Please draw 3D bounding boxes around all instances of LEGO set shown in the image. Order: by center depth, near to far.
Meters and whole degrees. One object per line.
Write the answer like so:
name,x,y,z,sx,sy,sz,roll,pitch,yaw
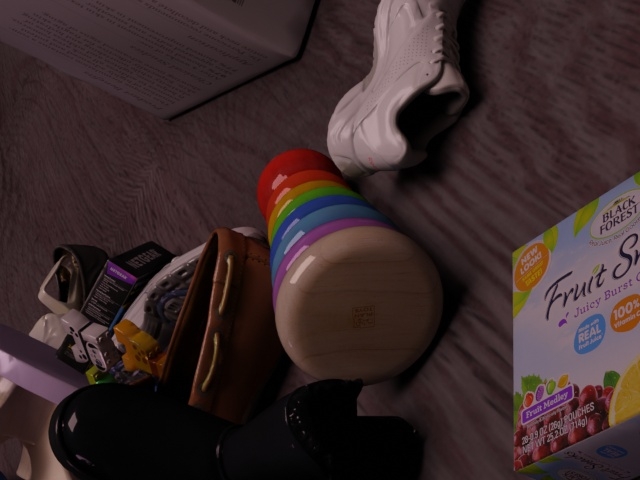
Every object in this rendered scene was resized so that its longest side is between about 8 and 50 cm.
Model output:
LEGO set,-0.180,0.160,1.412,0.093,0.227,0.087,15,42,38

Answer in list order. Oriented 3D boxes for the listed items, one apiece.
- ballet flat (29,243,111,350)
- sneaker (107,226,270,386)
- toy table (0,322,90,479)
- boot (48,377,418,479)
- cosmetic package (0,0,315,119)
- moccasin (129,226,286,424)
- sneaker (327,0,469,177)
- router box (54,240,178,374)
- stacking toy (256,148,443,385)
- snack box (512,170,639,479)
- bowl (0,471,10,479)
ballet flat,-0.334,0.110,1.780,0.095,0.096,0.280,-47,31,30
sneaker,-0.152,0.061,1.480,0.297,0.111,0.129,-39,27,38
toy table,-0.359,0.210,1.601,0.274,0.252,0.161,24,90,35
boot,-0.069,0.154,1.082,0.207,0.246,0.094,-35,38,50
cosmetic package,-0.212,-0.397,1.736,0.393,0.329,0.328,-13,57,58
moccasin,-0.142,0.171,1.308,0.380,0.147,0.139,-63,26,4
sneaker,0.101,-0.158,1.243,0.115,0.090,0.232,9,73,44
router box,-0.240,0.076,1.601,0.133,0.046,0.179,-60,-4,11
stacking toy,0.000,0.000,1.227,0.141,0.141,0.330,-58,22,13
snack box,0.212,0.045,0.848,0.207,0.070,0.175,-35,39,44
bowl,-0.491,0.484,1.764,0.391,0.077,0.391,-43,33,38
